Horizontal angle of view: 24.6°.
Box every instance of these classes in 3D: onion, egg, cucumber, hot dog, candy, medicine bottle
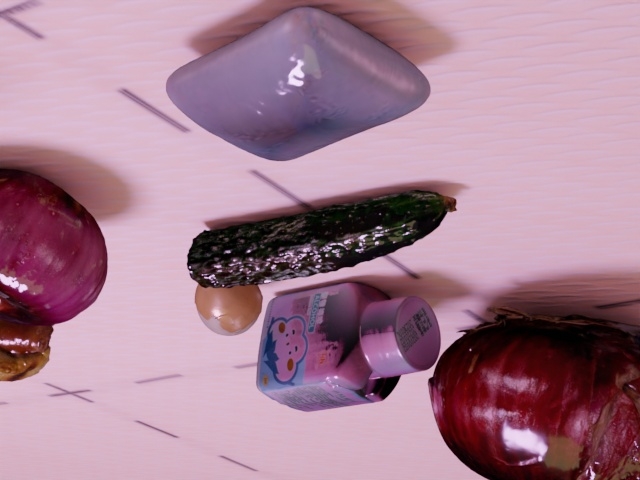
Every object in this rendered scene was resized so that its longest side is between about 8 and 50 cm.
[{"bbox_3d":[0.264,0.194,1.537,0.314,0.232,0.314,8,178,0],"label":"onion"},{"bbox_3d":[-0.099,0.063,1.552,0.071,0.071,0.083,-3,151,23],"label":"egg"},{"bbox_3d":[0.000,0.000,1.390,0.294,0.067,0.067,-11,150,35],"label":"cucumber"},{"bbox_3d":[-0.291,0.013,1.406,0.177,0.153,0.177,-6,159,-2],"label":"onion"},{"bbox_3d":[-0.402,0.097,1.638,0.213,0.146,0.103,0,-178,8],"label":"hot dog"},{"bbox_3d":[-0.020,-0.114,1.124,0.138,0.071,0.174,25,151,-36],"label":"candy"},{"bbox_3d":[0.030,0.112,1.562,0.188,0.119,0.094,-13,149,39],"label":"medicine bottle"}]
